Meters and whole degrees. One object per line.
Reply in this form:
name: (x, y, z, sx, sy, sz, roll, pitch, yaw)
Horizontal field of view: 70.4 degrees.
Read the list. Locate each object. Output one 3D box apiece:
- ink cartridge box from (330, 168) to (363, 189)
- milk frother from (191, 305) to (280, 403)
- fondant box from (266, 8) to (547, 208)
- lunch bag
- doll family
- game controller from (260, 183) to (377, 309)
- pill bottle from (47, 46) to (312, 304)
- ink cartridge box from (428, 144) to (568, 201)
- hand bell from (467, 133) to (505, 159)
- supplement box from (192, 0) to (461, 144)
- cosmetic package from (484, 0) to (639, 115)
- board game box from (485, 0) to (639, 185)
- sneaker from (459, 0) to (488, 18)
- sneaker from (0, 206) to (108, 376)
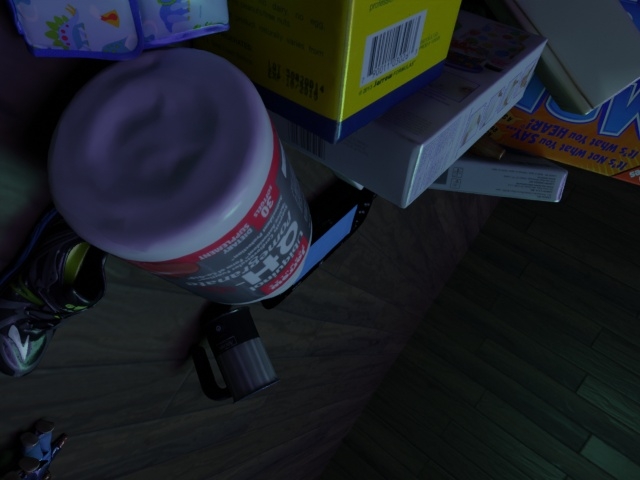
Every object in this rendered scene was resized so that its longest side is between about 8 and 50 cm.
ink cartridge box: (0.051, -0.168, 0.760, 0.104, 0.061, 0.181, -57, 157, 0)
milk frother: (-0.130, 0.195, 0.775, 0.129, 0.135, 0.143, -33, 164, 28)
fondant box: (0.111, -0.211, 0.603, 0.330, 0.238, 0.096, -41, 151, -31)
lunch bag: (-0.147, -0.206, 0.313, 0.151, 0.096, 0.129, -26, 147, -26)
doll family: (-0.373, 0.302, 0.528, 0.193, 0.075, 0.112, -30, 140, -51)
game controller: (0.000, 0.000, 0.868, 0.319, 0.067, 0.167, -42, 152, -29)
pill bottle: (-0.104, -0.029, 0.480, 0.176, 0.176, 0.318, -53, 164, -9)
ink cartridge box: (0.277, -0.147, 0.861, 0.239, 0.274, 0.060, -76, 172, -69)
hand bell: (0.210, -0.204, 0.796, 0.126, 0.242, 0.126, -42, 152, -29)
supplement box: (0.013, -0.299, 0.362, 0.195, 0.194, 0.357, -39, 151, -34)
cosmetic package: (0.337, -0.346, 0.672, 0.113, 0.310, 0.160, -37, -176, 24)
board game box: (0.513, -0.360, 0.897, 0.356, 0.356, 0.357, -48, 156, -63)
sneaker: (0.275, -0.364, 0.926, 0.163, 0.106, 0.282, -52, 163, -36)
sneaker: (-0.256, 0.052, 0.431, 0.188, 0.078, 0.067, -58, 156, 4)
